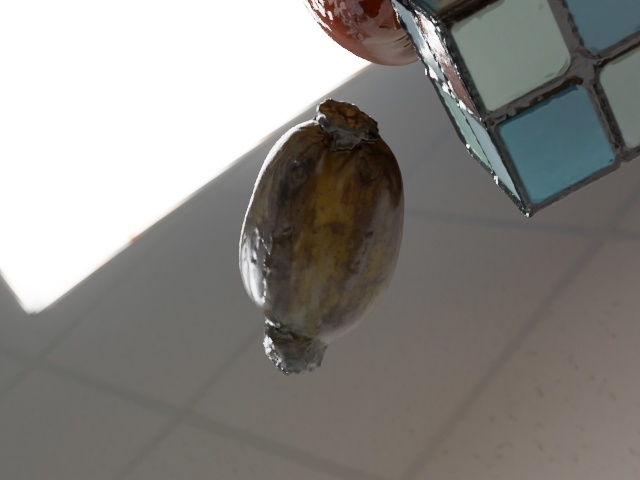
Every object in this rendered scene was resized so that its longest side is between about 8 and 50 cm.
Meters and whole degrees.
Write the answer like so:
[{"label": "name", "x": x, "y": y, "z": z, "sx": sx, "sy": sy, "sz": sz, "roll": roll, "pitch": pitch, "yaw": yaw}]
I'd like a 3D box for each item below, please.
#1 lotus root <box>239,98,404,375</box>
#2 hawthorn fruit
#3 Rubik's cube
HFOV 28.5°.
[{"label": "lotus root", "x": 0.000, "y": 0.000, "z": 0.943, "sx": 0.120, "sy": 0.120, "sz": 0.209, "roll": 23, "pitch": -79, "yaw": 57}, {"label": "hawthorn fruit", "x": 0.051, "y": -0.273, "z": 1.134, "sx": 0.196, "sy": 0.196, "sz": 0.225, "roll": -37, "pitch": -113, "yaw": -8}, {"label": "Rubik's cube", "x": 0.172, "y": -0.154, "z": 0.978, "sx": 0.167, "sy": 0.183, "sz": 0.180, "roll": -30, "pitch": -154, "yaw": 2}]
